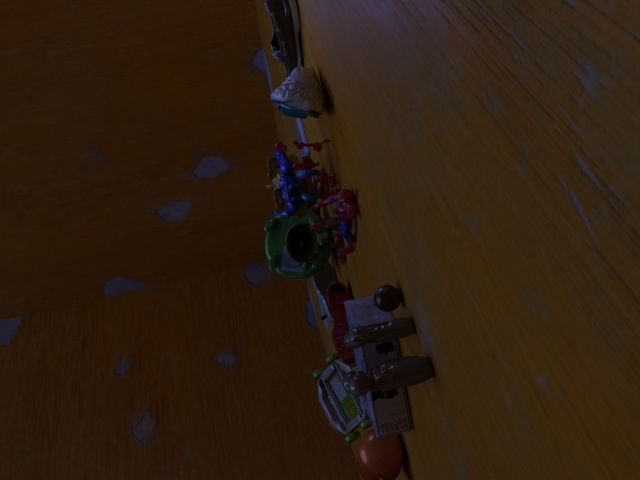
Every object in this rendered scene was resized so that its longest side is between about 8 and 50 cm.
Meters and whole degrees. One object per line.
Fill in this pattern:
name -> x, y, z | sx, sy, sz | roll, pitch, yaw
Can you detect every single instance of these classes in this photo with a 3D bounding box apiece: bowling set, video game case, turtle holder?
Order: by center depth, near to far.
bowling set -> 0.101, 0.200, 1.162 | 0.287, 0.154, 0.199 | 97, 160, -73
turtle holder -> -0.083, -0.016, 2.162 | 0.320, 0.244, 0.227 | 67, -170, 9
video game case -> -0.070, -0.389, 2.296 | 0.143, 0.019, 0.157 | 103, 154, -77

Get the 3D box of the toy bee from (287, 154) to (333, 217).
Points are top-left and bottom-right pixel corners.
toy bee -> -0.078, -0.184, 1.888 | 0.298, 0.162, 0.195 | 122, 137, -71

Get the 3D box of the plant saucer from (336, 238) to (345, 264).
plant saucer -> 0.066, 0.036, 1.898 | 0.083, 0.013, 0.083 | 167, 90, -84

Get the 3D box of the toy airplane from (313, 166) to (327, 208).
toy airplane -> 0.004, -0.177, 1.962 | 0.151, 0.028, 0.151 | 169, 90, -78

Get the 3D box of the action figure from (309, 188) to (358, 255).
action figure -> 0.026, -0.046, 1.509 | 0.280, 0.139, 0.091 | 93, 162, -63

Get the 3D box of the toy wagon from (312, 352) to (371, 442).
toy wagon -> 0.097, 0.513, 1.989 | 0.267, 0.068, 0.344 | 60, 140, 25

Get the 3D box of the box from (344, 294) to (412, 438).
box -> 0.135, 0.293, 1.389 | 0.169, 0.087, 0.289 | -119, 16, -72

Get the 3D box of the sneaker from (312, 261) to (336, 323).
sneaker -> 0.020, 0.207, 2.316 | 0.151, 0.094, 0.255 | 113, 142, -71

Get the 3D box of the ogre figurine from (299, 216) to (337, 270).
ogre figurine -> 0.000, 0.000, 1.897 | 0.118, 0.097, 0.197 | -76, -1, -70

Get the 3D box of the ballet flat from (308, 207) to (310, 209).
ballet flat -> -0.031, -0.043, 2.451 | 0.074, 0.074, 0.203 | -177, 76, -85

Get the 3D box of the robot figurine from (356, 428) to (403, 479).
robot figurine -> 0.162, 0.588, 1.597 | 0.128, 0.158, 0.219 | 30, 151, 23

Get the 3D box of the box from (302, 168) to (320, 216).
box -> -0.035, -0.180, 2.347 | 0.225, 0.037, 0.136 | 81, 174, -46

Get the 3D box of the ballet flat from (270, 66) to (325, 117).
ballet flat -> -0.062, -0.409, 1.616 | 0.409, 0.147, 0.146 | -125, 23, -76

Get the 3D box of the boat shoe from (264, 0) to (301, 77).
boat shoe -> -0.110, -0.610, 1.794 | 0.305, 0.091, 0.109 | 86, 170, -59

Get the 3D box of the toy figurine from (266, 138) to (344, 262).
toy figurine -> -0.064, -0.144, 1.730 | 0.217, 0.191, 0.362 | -131, 25, -60

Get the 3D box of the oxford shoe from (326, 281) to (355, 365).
oxford shoe -> 0.088, 0.271, 1.925 | 0.098, 0.097, 0.271 | 38, -137, -70
